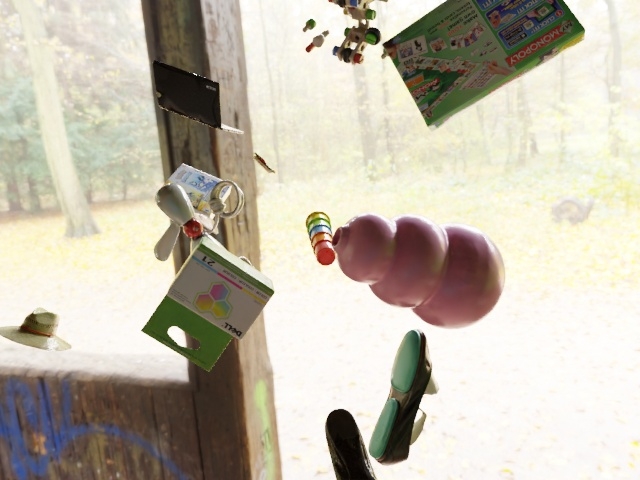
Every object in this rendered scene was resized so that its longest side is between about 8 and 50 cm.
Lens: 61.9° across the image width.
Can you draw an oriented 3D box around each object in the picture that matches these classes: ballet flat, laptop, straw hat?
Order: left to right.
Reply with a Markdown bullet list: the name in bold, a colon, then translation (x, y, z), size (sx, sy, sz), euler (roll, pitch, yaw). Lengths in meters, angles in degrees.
- **straw hat**: translation (-0.545, 0.163, 1.040), size (0.144, 0.061, 0.144), euler (21, -5, 2)
- **laptop**: translation (-0.378, -0.444, 1.684), size (0.234, 0.137, 0.264), euler (23, 12, 12)
- **ballet flat**: translation (0.058, 0.410, 0.901), size (0.084, 0.058, 0.250), euler (-11, 56, -11)
- **ballet flat**: translation (0.180, 0.321, 1.091), size (0.096, 0.281, 0.095), euler (21, -2, -23)

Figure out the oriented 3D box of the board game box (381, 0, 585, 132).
- **board game box**: translation (0.304, -0.385, 1.036), size (0.317, 0.214, 0.046), euler (-30, -18, 18)

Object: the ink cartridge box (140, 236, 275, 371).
- **ink cartridge box**: translation (-0.244, 0.151, 1.140), size (0.188, 0.255, 0.097), euler (34, 3, -12)

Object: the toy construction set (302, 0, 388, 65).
- **toy construction set**: translation (0.108, -0.756, 1.826), size (0.308, 0.258, 0.237), euler (1, 44, 43)

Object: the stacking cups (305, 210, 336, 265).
- **stacking cups**: translation (0.000, 0.000, 1.801), size (0.095, 0.096, 0.316), euler (-5, 25, -1)

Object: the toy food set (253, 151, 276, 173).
- **toy food set**: translation (-0.177, -0.238, 1.659), size (0.083, 0.020, 0.082), euler (42, -1, 23)

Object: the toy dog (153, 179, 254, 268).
- **toy dog**: translation (-0.290, 0.024, 1.313), size (0.220, 0.334, 0.161), euler (-12, 1, -28)

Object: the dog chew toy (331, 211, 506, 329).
- **dog chew toy**: translation (0.176, 0.042, 0.992), size (0.331, 0.207, 0.206), euler (19, 2, -20)

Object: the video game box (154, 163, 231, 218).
- **video game box**: translation (-0.413, -0.157, 1.754), size (0.186, 0.048, 0.205), euler (21, 37, -1)
